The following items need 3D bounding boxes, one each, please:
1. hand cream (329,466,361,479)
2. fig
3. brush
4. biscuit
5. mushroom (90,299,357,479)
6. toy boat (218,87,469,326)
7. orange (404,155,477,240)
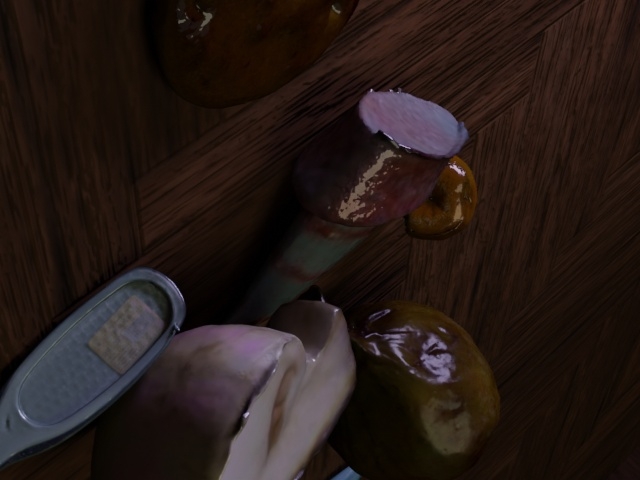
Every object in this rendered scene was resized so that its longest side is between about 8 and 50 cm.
[{"bbox_3d":[-0.040,0.360,1.507,0.312,0.070,0.111,-36,151,-47],"label":"hand cream"},{"bbox_3d":[0.073,0.110,1.227,0.190,0.190,0.290,-38,136,-26],"label":"fig"},{"bbox_3d":[-0.215,0.133,0.895,0.297,0.068,0.060,-42,179,-15],"label":"brush"},{"bbox_3d":[-0.026,-0.173,0.812,0.212,0.036,0.212,-39,153,-24],"label":"biscuit"},{"bbox_3d":[-0.096,0.119,0.953,0.236,0.173,0.162,-57,155,-34],"label":"mushroom"},{"bbox_3d":[0.000,0.000,1.057,0.282,0.096,0.206,-52,169,24],"label":"toy boat"},{"bbox_3d":[0.107,-0.043,1.171,0.086,0.086,0.062,-58,177,15],"label":"orange"}]
